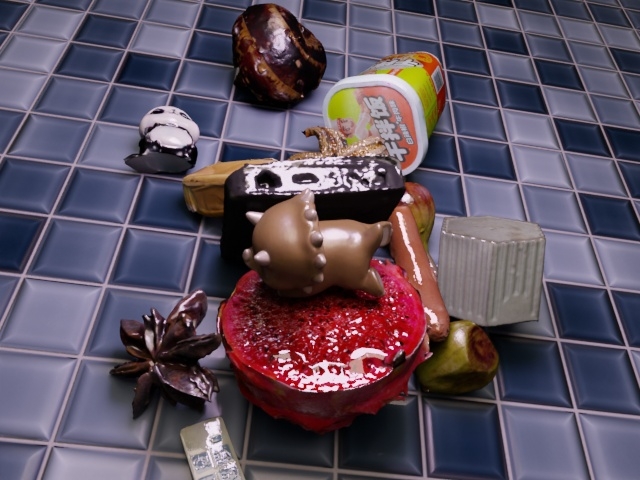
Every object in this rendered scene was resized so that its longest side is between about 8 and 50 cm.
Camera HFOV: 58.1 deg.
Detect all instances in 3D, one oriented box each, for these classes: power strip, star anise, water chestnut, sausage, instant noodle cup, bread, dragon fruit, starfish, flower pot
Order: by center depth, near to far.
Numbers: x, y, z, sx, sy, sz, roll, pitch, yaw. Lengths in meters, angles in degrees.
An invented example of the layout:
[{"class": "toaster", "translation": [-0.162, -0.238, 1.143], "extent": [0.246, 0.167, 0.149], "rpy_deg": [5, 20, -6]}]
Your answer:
[{"class": "power strip", "translation": [-0.180, 0.398, 0.994], "extent": [0.081, 0.035, 0.192], "rpy_deg": [-15, 56, -22]}, {"class": "star anise", "translation": [-0.271, 0.212, 1.029], "extent": [0.282, 0.129, 0.212], "rpy_deg": [-25, 77, 22]}, {"class": "dragon fruit", "translation": [0.008, 0.196, 1.067], "extent": [0.386, 0.249, 0.371], "rpy_deg": [-25, 44, -32]}, {"class": "sausage", "translation": [0.197, 0.068, 1.188], "extent": [0.079, 0.087, 0.327], "rpy_deg": [-17, 55, 6]}, {"class": "flower pot", "translation": [0.357, 0.058, 1.228], "extent": [0.239, 0.190, 0.209], "rpy_deg": [-5, 17, -14]}, {"class": "bread", "translation": [-0.193, -0.118, 1.305], "extent": [0.241, 0.107, 0.136], "rpy_deg": [2, 29, 37]}, {"class": "starfish", "translation": [0.013, -0.165, 1.382], "extent": [0.303, 0.113, 0.312], "rpy_deg": [4, 47, 19]}, {"class": "instant noodle cup", "translation": [0.195, -0.355, 1.534], "extent": [0.294, 0.294, 0.308], "rpy_deg": [28, 44, 12]}, {"class": "water chestnut", "translation": [-0.138, -0.503, 1.616], "extent": [0.300, 0.300, 0.300], "rpy_deg": [5, 51, -7]}]

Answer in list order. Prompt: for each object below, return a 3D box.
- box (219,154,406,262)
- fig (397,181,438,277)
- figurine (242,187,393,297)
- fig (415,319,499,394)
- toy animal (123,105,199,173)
[{"class": "box", "translation": [-0.025, -0.048, 1.185], "extent": [0.359, 0.350, 0.091], "rpy_deg": [-5, 66, -13]}, {"class": "fig", "translation": [0.202, -0.021, 1.359], "extent": [0.143, 0.160, 0.231], "rpy_deg": [1, 82, -16]}, {"class": "figurine", "translation": [-0.004, 0.004, 0.971], "extent": [0.247, 0.173, 0.177], "rpy_deg": [6, 60, 7]}, {"class": "fig", "translation": [0.268, 0.242, 1.158], "extent": [0.165, 0.154, 0.144], "rpy_deg": [-30, 74, 5]}, {"class": "toy animal", "translation": [-0.384, -0.253, 1.416], "extent": [0.166, 0.138, 0.179], "rpy_deg": [13, 53, -22]}]
